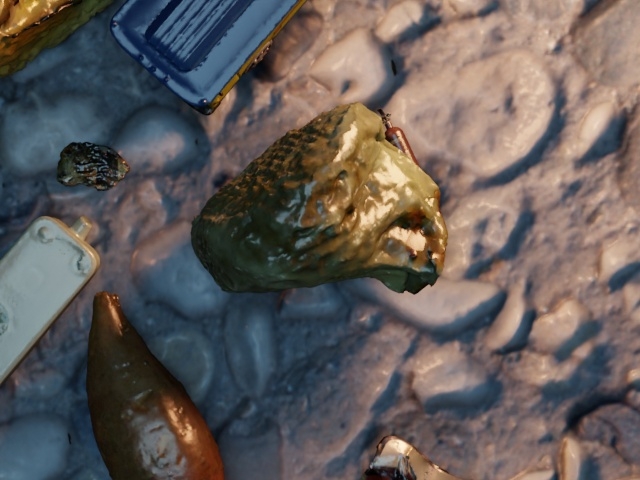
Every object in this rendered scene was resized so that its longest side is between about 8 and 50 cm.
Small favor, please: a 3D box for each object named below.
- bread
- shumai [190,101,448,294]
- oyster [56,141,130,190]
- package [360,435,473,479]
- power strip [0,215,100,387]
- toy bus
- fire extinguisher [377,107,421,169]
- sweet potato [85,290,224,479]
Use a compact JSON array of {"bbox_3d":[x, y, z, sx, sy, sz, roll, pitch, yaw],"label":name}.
[{"bbox_3d":[-0.371,-0.285,1.849,0.262,0.162,0.204,-30,87,-42],"label":"bread"},{"bbox_3d":[0.000,0.000,1.829,0.260,0.225,0.222,-31,108,16],"label":"shumai"},{"bbox_3d":[-0.255,-0.083,1.913,0.083,0.019,0.054,7,89,1],"label":"oyster"},{"bbox_3d":[0.082,0.343,1.898,0.166,0.040,0.232,35,91,0],"label":"package"},{"bbox_3d":[-0.381,0.124,1.892,0.091,0.062,0.385,40,91,1],"label":"power strip"},{"bbox_3d":[-0.082,-0.282,1.836,0.138,0.175,0.288,41,90,0],"label":"toy bus"},{"bbox_3d":[0.079,-0.097,1.910,0.046,0.032,0.100,-26,89,34],"label":"fire extinguisher"},{"bbox_3d":[-0.181,0.214,1.861,0.131,0.131,0.337,-16,91,0],"label":"sweet potato"}]
